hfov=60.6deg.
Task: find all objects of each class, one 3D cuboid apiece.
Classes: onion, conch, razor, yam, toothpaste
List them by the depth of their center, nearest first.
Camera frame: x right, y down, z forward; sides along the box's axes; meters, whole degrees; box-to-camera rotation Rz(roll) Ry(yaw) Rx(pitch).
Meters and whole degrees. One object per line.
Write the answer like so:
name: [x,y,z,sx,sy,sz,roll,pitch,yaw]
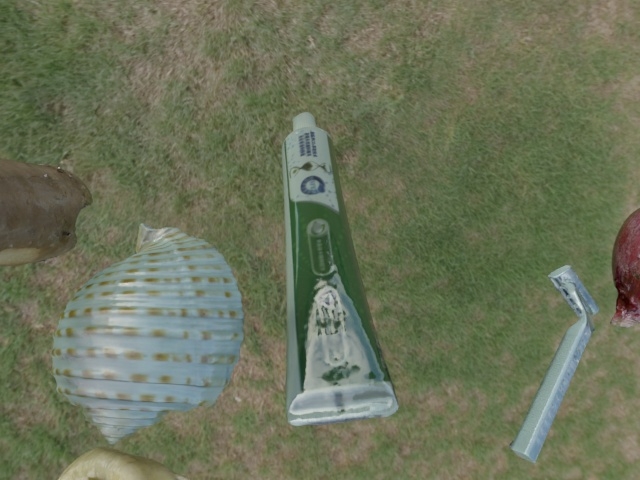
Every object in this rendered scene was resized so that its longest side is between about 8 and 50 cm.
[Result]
conch: [-0.128,0.073,0.399,0.135,0.102,0.153,13,106,12]
yam: [-0.362,-0.032,0.583,0.128,0.238,0.129,-28,89,10]
toothpaste: [0.000,0.000,0.587,0.099,0.391,0.061,-8,145,1]
onion: [0.465,0.043,0.743,0.160,0.159,0.194,28,100,-20]
razor: [0.336,0.176,0.768,0.111,0.056,0.277,45,60,-27]

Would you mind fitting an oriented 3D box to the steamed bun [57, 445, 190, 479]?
steamed bun: [-0.173,0.273,0.449,0.172,0.155,0.140,-20,119,44]
